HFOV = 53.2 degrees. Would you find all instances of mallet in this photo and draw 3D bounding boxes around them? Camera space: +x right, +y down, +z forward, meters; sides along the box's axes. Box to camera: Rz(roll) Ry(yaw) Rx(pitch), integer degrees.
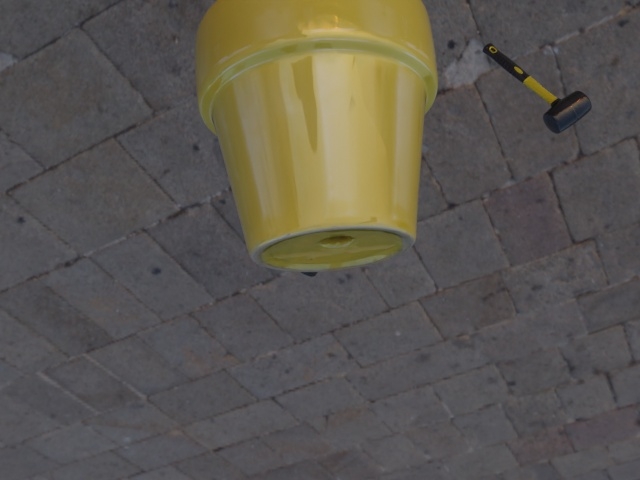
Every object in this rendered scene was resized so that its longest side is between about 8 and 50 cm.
[{"bbox_3d":[0.301,-0.226,0.939,0.062,0.190,0.039,-43,152,-7],"label":"mallet"}]

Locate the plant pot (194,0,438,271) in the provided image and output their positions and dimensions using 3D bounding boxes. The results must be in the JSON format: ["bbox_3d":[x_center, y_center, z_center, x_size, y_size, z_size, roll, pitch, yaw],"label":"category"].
[{"bbox_3d":[0.003,-0.101,0.655,0.254,0.238,0.254,-6,164,-2],"label":"plant pot"}]

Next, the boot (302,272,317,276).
[{"bbox_3d":[0.001,0.000,1.075,0.045,0.099,0.121,22,157,-4],"label":"boot"}]
